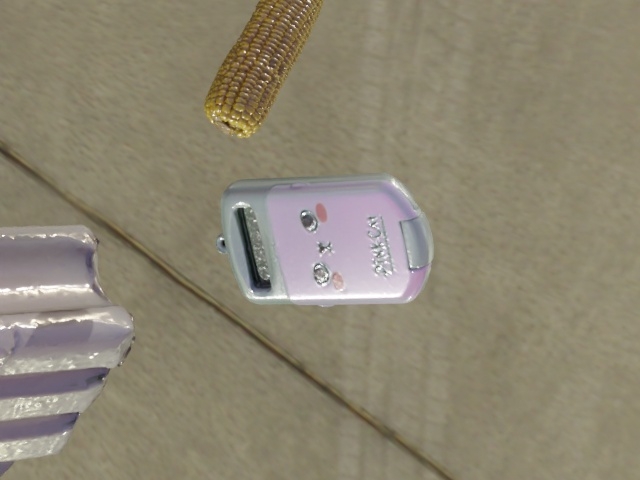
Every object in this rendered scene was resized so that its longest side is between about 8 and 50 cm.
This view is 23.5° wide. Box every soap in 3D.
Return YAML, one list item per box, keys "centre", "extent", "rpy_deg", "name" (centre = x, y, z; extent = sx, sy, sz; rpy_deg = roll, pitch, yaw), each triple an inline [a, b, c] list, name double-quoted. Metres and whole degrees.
- centre: [-0.494, 0.155, 1.899]
  extent: [0.435, 0.213, 0.350]
  rpy_deg: [-4, 141, -36]
  name: "soap"

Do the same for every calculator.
- centre: [0.000, 0.000, 1.583]
  extent: [0.045, 0.246, 0.141]
  rpy_deg: [-45, 129, -56]
  name: "calculator"

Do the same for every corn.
- centre: [-0.062, -0.227, 1.799]
  extent: [0.080, 0.080, 0.231]
  rpy_deg: [31, 77, -24]
  name: "corn"
